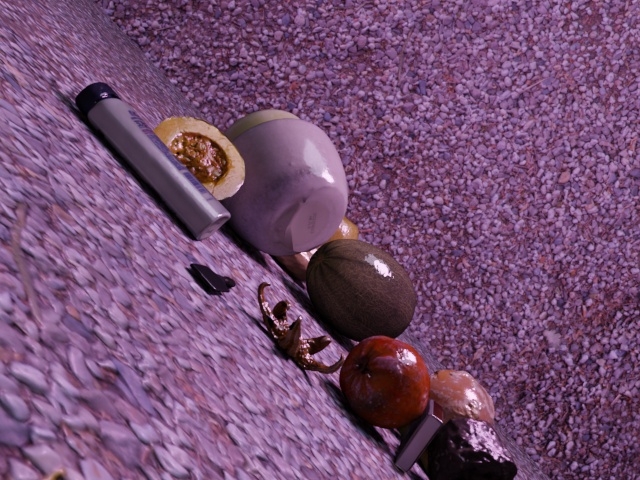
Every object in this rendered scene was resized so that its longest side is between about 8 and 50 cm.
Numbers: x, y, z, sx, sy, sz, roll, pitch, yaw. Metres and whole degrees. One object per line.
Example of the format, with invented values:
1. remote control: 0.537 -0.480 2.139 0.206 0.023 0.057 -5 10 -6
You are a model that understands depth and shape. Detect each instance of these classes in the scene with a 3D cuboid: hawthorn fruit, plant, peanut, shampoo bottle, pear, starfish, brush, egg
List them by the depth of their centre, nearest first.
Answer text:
1. brush: -0.174 0.068 1.411 0.063 0.016 0.193 48 5 11
2. starfish: -0.047 0.156 1.443 0.190 0.074 0.146 46 3 -14
3. plant: 0.282 0.459 1.469 0.147 0.149 0.274 1 45 -19
4. hawthorn fruit: 0.126 0.266 1.537 0.173 0.173 0.173 46 4 -5
5. shampoo bottle: -0.322 -0.155 1.602 0.359 0.078 0.134 47 9 5
6. egg: 0.279 0.376 1.791 0.195 0.195 0.233 46 -5 -2
7. shampoo bottle: -0.099 -0.135 1.993 0.322 0.322 0.317 42 16 -49
8. peanut: -0.058 0.030 2.269 0.197 0.110 0.233 41 4 -3
9. pear: 0.000 0.000 2.475 0.188 0.211 0.228 35 9 -22

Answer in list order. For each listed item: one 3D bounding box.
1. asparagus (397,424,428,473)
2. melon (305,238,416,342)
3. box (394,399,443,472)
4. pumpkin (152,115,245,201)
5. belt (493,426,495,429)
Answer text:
1. asparagus: 0.246 0.446 1.651 0.085 0.082 0.343 -13 51 -42
2. melon: 0.099 0.127 2.065 0.302 0.237 0.237 39 7 -26
3. box: 0.185 0.361 1.542 0.036 0.115 0.177 34 2 8
4. pumpkin: -0.272 -0.152 1.758 0.217 0.217 0.110 47 -36 7
5. belt: 0.353 0.465 2.133 0.124 0.128 0.201 43 7 -34
